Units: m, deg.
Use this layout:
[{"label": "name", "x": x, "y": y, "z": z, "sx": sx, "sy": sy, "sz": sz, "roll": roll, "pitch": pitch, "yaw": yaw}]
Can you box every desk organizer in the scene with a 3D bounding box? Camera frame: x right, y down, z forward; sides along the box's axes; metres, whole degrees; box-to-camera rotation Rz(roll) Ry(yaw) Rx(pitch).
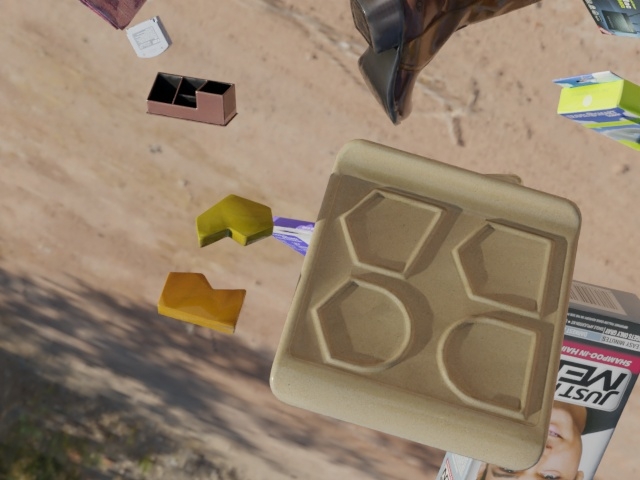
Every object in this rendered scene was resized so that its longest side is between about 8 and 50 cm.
[{"label": "desk organizer", "x": -0.190, "y": -0.207, "z": 1.535, "sx": 0.130, "sy": 0.047, "sz": 0.050, "roll": 11, "pitch": 125, "yaw": 17}]

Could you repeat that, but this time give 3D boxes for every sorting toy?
[{"label": "sorting toy", "x": 0.042, "y": 0.034, "z": 0.830, "sx": 0.307, "sy": 0.229, "sz": 0.041, "roll": 16, "pitch": 155, "yaw": 1}]

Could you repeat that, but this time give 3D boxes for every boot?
[{"label": "boot", "x": 0.183, "y": -0.287, "z": 1.355, "sx": 0.096, "sy": 0.280, "sz": 0.264, "roll": 59, "pitch": 172, "yaw": 36}]

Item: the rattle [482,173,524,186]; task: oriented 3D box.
[{"label": "rattle", "x": 0.150, "y": -0.016, "z": 1.184, "sx": 0.130, "sy": 0.142, "sz": 0.200, "roll": 12, "pitch": -173, "yaw": 32}]

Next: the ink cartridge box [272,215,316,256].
[{"label": "ink cartridge box", "x": 0.000, "y": 0.000, "z": 1.967, "sx": 0.206, "sy": 0.045, "sz": 0.208, "roll": 9, "pitch": 164, "yaw": 47}]

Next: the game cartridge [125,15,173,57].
[{"label": "game cartridge", "x": -0.263, "y": -0.312, "z": 1.619, "sx": 0.083, "sy": 0.017, "sz": 0.056, "roll": -7, "pitch": 113, "yaw": 46}]

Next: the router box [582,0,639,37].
[{"label": "router box", "x": 0.336, "y": -0.269, "z": 1.147, "sx": 0.092, "sy": 0.038, "sz": 0.122, "roll": 16, "pitch": 166, "yaw": 41}]

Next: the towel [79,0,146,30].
[{"label": "towel", "x": -0.169, "y": -0.397, "z": 1.190, "sx": 0.037, "sy": 0.329, "sz": 0.237, "roll": 45, "pitch": -176, "yaw": 16}]

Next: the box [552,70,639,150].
[{"label": "box", "x": 0.388, "y": -0.161, "z": 1.326, "sx": 0.178, "sy": 0.042, "sz": 0.109, "roll": 18, "pitch": 172, "yaw": -28}]

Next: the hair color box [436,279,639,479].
[{"label": "hair color box", "x": 0.314, "y": 0.241, "z": 1.495, "sx": 0.185, "sy": 0.113, "sz": 0.374, "roll": 13, "pitch": 112, "yaw": -8}]
